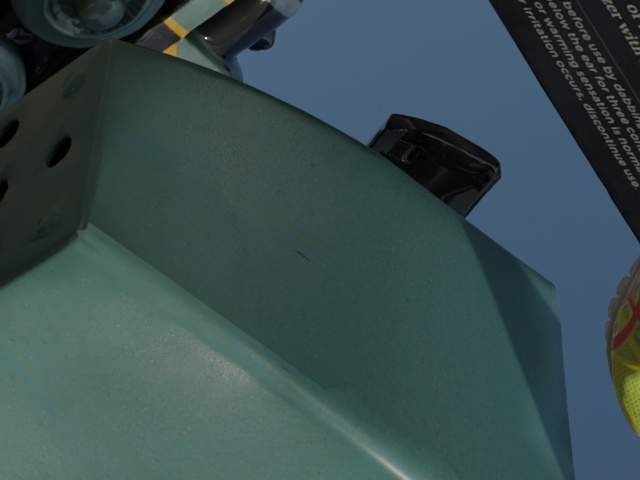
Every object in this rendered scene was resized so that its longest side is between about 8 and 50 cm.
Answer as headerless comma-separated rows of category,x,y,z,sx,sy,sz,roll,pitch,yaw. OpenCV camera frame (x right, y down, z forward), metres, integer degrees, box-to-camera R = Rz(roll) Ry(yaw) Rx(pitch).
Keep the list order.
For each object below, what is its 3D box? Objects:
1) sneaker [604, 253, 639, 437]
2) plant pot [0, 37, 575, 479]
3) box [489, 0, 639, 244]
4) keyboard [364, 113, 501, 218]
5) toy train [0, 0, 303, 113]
sneaker,0.220,0.038,1.079,0.081,0.208,0.094,7,-159,2
plant pot,-0.040,0.048,0.687,0.166,0.234,0.165,-31,-144,28
box,0.254,-0.145,0.584,0.294,0.182,0.296,4,-132,51
keyboard,0.000,0.000,0.936,0.192,0.100,0.038,-49,-148,28
toy train,-0.167,-0.086,0.927,0.334,0.190,0.142,-34,-124,13
